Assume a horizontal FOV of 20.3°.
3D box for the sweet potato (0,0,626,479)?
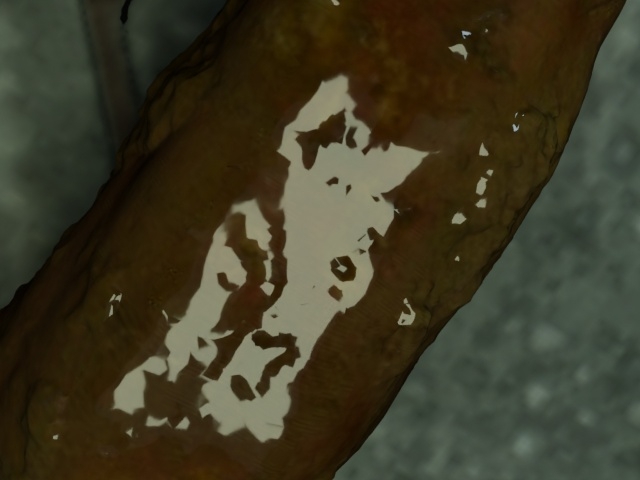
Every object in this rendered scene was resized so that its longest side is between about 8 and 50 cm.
[{"bbox_3d":[-0.010,0.001,0.416,0.355,0.095,0.106,-56,148,12],"label":"sweet potato"}]
